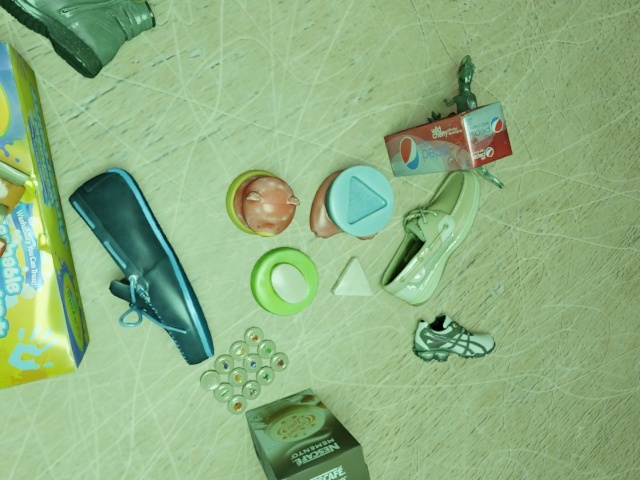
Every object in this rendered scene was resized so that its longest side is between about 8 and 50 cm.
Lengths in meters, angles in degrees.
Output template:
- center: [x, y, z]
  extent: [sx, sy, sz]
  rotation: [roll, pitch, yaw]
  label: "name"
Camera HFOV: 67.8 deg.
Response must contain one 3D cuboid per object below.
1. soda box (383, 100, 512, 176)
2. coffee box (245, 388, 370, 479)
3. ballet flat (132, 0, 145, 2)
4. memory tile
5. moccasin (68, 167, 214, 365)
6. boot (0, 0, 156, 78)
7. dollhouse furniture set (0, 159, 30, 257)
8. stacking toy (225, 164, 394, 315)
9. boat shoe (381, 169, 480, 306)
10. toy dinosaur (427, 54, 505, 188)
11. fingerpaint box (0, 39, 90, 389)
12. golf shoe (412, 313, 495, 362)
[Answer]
- center: [0.219, -0.174, 0.869]
  extent: [0.083, 0.263, 0.092]
  rotation: [-20, 100, -17]
  label: "soda box"
- center: [-0.029, 0.363, 0.820]
  extent: [0.141, 0.246, 0.098]
  rotation: [-15, 99, -20]
  label: "coffee box"
- center: [-0.297, -0.535, 0.730]
  extent: [0.116, 0.124, 0.343]
  rotation: [-18, 98, 23]
  label: "ballet flat"
- center: [-0.141, 0.245, 0.895]
  extent: [0.148, 0.012, 0.113]
  rotation: [-44, 107, -12]
  label: "memory tile"
- center: [-0.289, 0.055, 0.779]
  extent: [0.116, 0.137, 0.342]
  rotation: [-27, 89, -13]
  label: "moccasin"
- center: [-0.393, -0.387, 0.731]
  extent: [0.246, 0.083, 0.161]
  rotation: [43, 71, -23]
  label: "boot"
- center: [-0.501, -0.019, 0.524]
  extent: [0.259, 0.135, 0.262]
  rotation: [32, 83, -31]
  label: "dollhouse furniture set"
- center: [0.000, 0.000, 0.869]
  extent: [0.308, 0.130, 0.280]
  rotation: [-8, 96, -20]
  label: "stacking toy"
- center: [0.223, -0.018, 0.968]
  extent: [0.098, 0.109, 0.303]
  rotation: [28, 89, -21]
  label: "boat shoe"
- center: [0.290, -0.227, 0.968]
  extent: [0.063, 0.118, 0.269]
  rotation: [-21, 99, -25]
  label: "toy dinosaur"
- center: [-0.556, -0.010, 0.639]
  extent: [0.370, 0.163, 0.446]
  rotation: [-11, 98, -19]
  label: "fingerpaint box"
- center: [0.294, 0.205, 1.024]
  extent: [0.197, 0.077, 0.094]
  rotation: [-1, 94, -22]
  label: "golf shoe"
